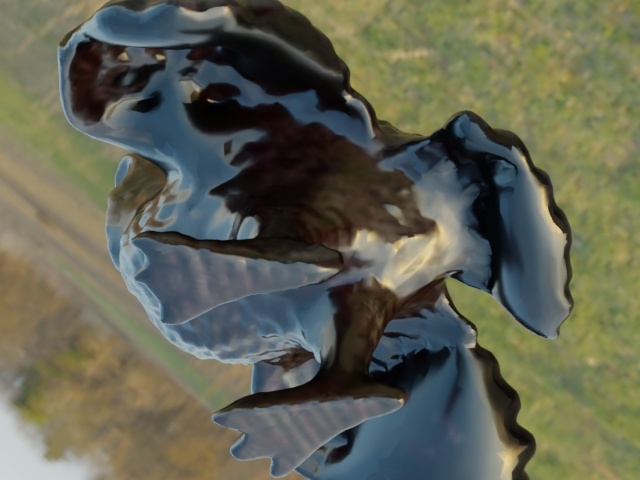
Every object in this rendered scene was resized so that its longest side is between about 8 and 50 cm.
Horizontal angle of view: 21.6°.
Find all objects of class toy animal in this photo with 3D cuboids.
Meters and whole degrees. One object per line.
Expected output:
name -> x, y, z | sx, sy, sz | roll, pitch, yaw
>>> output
toy animal -> -0.004, -0.001, 0.539 | 0.218, 0.116, 0.179 | 57, 175, -25
